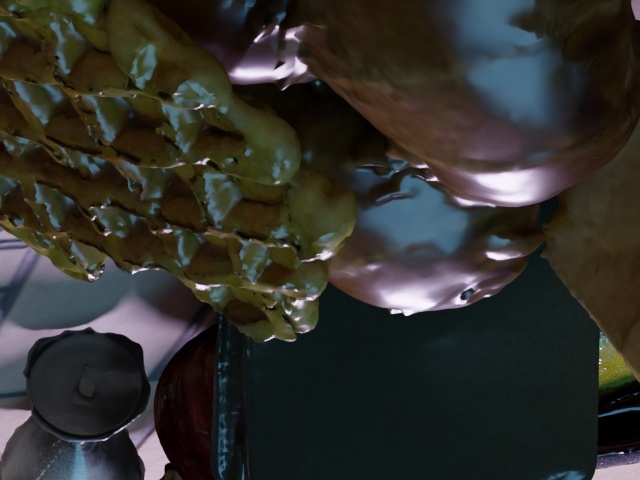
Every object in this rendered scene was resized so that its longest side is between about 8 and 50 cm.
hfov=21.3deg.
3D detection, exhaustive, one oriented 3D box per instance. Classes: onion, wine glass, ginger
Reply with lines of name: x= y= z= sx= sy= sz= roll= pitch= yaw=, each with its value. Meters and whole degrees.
onion: x=0.001 y=0.123 z=1.257 sx=0.246 sy=0.190 sz=0.246 roll=-22 pitch=176 yaw=-2
wine glass: x=-0.186 y=0.143 z=1.300 sx=0.122 sy=0.122 sz=0.183 roll=-9 pitch=151 yaw=-17
ginger: x=0.016 y=-0.103 z=0.784 sx=0.274 sy=0.152 sz=0.357 roll=22 pitch=148 yaw=-5

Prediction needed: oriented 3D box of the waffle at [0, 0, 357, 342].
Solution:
waffle: x=-0.111 y=-0.048 z=0.756 sx=0.291 sy=0.051 sz=0.291 roll=27 pitch=155 yaw=13

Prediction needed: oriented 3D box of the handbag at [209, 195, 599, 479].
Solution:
handbag: x=0.057 y=0.054 z=1.085 sx=0.247 sy=0.260 sz=0.079 roll=-5 pitch=-164 yaw=-19

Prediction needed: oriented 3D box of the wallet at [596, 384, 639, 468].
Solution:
wallet: x=0.313 y=0.202 z=1.786 sx=0.262 sy=0.071 sz=0.221 roll=-16 pitch=168 yaw=6

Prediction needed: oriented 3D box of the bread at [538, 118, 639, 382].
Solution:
bread: x=0.313 y=-0.038 z=0.978 sx=0.279 sy=0.207 sz=0.279 roll=-3 pitch=136 yaw=-36

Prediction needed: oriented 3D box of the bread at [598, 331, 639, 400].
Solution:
bread: x=0.265 y=0.124 z=1.659 sx=0.228 sy=0.033 sz=0.228 roll=-15 pitch=159 yaw=-6

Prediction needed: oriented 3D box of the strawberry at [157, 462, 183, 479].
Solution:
strawberry: x=0.000 y=0.259 z=1.486 sx=0.306 sy=0.138 sz=0.233 roll=24 pitch=118 yaw=-8

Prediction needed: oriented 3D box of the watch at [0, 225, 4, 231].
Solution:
watch: x=-0.287 y=-0.016 z=0.880 sx=0.268 sy=0.102 sz=0.165 roll=-23 pitch=157 yaw=-5
